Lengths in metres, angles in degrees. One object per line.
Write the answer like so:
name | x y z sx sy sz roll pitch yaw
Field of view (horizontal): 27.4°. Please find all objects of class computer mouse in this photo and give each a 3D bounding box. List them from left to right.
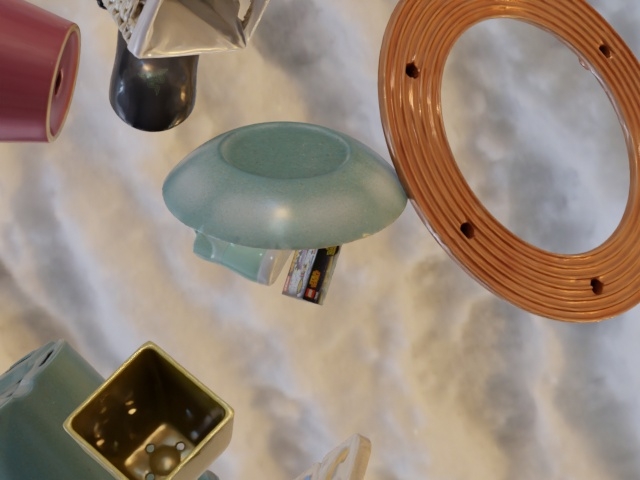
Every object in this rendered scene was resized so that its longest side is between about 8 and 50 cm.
computer mouse | -0.230 -0.272 1.802 0.188 0.272 0.072 3 146 -10

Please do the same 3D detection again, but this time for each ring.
ring | 0.183 -0.088 1.135 0.336 0.337 0.032 26 150 -24

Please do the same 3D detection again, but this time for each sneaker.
sneaker | -0.101 -0.033 1.954 0.151 0.256 0.094 20 118 7

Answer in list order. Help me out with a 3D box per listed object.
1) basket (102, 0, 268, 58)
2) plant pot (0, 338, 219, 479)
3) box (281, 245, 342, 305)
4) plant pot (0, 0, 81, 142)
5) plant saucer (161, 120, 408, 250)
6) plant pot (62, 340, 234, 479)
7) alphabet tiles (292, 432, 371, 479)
basket | -0.155 -0.288 1.521 0.167 0.103 0.113 -11 143 -42
plant pot | -0.389 0.355 2.025 0.341 0.341 0.334 -34 102 19
box | 0.000 0.000 1.419 0.027 0.094 0.137 19 85 -14
plant pot | -0.353 -0.182 1.369 0.180 0.201 0.201 13 127 -2
plant saucer | -0.027 -0.055 1.029 0.194 0.195 0.038 -1 119 -6
plant pot | -0.109 0.134 0.880 0.081 0.081 0.083 -45 158 -20
alphabet tiles | -0.045 0.254 0.778 0.021 0.278 0.284 28 144 -11
